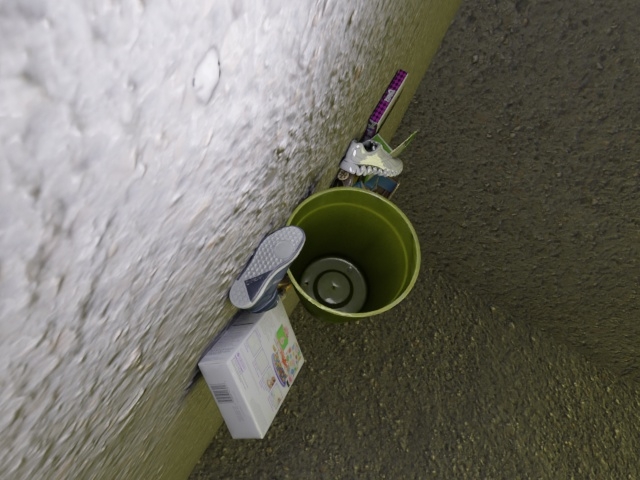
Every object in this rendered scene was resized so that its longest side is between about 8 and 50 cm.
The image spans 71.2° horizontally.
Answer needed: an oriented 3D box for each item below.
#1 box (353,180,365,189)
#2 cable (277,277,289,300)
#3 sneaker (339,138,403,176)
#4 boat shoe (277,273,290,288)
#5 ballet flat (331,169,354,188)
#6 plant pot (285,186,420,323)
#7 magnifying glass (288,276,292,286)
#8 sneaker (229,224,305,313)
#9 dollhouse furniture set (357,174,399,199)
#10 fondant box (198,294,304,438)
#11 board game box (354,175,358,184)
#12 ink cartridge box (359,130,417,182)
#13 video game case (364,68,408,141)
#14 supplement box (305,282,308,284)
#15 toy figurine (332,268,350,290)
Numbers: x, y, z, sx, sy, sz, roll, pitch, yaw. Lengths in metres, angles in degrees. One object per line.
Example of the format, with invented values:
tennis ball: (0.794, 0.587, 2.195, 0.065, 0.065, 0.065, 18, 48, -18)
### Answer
box: (0.182, -0.095, 1.686, 0.060, 0.244, 0.101, -23, -151, 13)
cable: (-0.170, 0.220, 1.539, 0.140, 0.072, 0.287, -52, 173, -26)
sneaker: (0.200, -0.293, 1.588, 0.291, 0.110, 0.119, -7, 119, -43)
boat shoe: (-0.124, 0.116, 1.364, 0.190, 0.072, 0.068, -56, 174, -42)
ballet flat: (0.047, -0.157, 1.631, 0.250, 0.058, 0.084, -61, -141, 16)
plant pot: (0.061, 0.088, 1.318, 0.367, 0.366, 0.353, -58, 174, -24)
magnifying glass: (-0.114, 0.165, 1.807, 0.231, 0.092, 0.026, -39, 164, -49)
sneaker: (-0.113, 0.075, 1.054, 0.226, 0.086, 0.163, -49, 163, -11)
dollhouse furniture set: (0.235, -0.184, 2.161, 0.287, 0.198, 0.304, -58, -171, 34)
fondant box: (-0.173, 0.336, 1.238, 0.239, 0.096, 0.330, 71, 25, -16)
board game box: (0.163, -0.302, 2.069, 0.182, 0.043, 0.092, -61, 175, 11)
ink cartridge box: (0.249, -0.363, 1.788, 0.255, 0.097, 0.189, -40, 174, -4)
video game case: (0.249, -0.509, 1.722, 0.232, 0.041, 0.210, -59, 175, -6)
supplement box: (-0.026, 0.106, 1.653, 0.104, 0.188, 0.081, -62, 174, 23)
toy figurine: (0.074, 0.091, 2.014, 0.217, 0.191, 0.363, -105, -148, -78)
